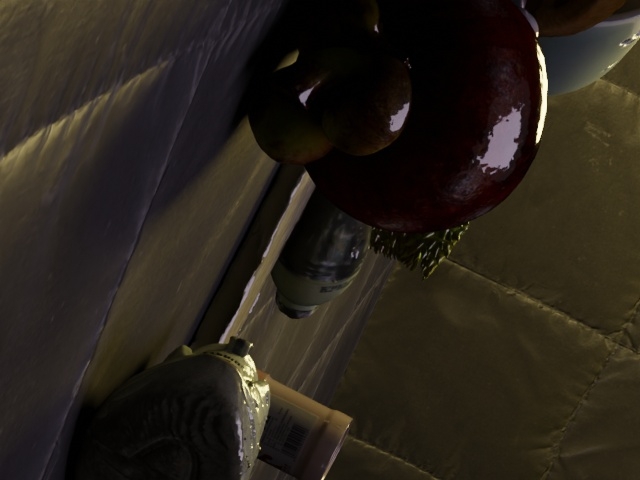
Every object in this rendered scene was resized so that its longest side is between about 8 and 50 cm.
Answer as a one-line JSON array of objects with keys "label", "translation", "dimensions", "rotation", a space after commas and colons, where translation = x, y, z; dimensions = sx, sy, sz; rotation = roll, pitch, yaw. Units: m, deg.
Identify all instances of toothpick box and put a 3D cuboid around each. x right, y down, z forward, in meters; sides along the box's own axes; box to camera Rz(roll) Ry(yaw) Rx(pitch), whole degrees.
[{"label": "toothpick box", "translation": [-0.048, 0.221, 2.119], "dimensions": [0.098, 0.149, 0.098], "rotation": [-63, 174, -12]}]

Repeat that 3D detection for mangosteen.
[{"label": "mangosteen", "translation": [0.053, -0.112, 1.400], "dimensions": [0.257, 0.215, 0.215], "rotation": [-1, 124, -41]}]

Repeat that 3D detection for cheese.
[{"label": "cheese", "translation": [-0.100, 0.090, 1.708], "dimensions": [0.400, 0.034, 0.085], "rotation": [-64, 169, -4]}]

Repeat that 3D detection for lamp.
[{"label": "lamp", "translation": [0.000, 0.000, 1.841], "dimensions": [0.101, 0.101, 0.250], "rotation": [-59, 173, -38]}]

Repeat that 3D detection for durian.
[{"label": "durian", "translation": [0.129, -0.080, 2.248], "dimensions": [0.200, 0.176, 0.237], "rotation": [77, 34, -66]}]

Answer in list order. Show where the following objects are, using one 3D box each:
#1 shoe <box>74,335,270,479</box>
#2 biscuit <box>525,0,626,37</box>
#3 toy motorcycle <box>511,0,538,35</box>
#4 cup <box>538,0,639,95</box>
[{"label": "shoe", "translation": [-0.110, 0.150, 1.465], "dimensions": [0.342, 0.132, 0.211], "rotation": [114, 1, -54]}, {"label": "biscuit", "translation": [0.226, -0.350, 1.722], "dimensions": [0.367, 0.063, 0.314], "rotation": [21, -85, 63]}, {"label": "toy motorcycle", "translation": [0.119, -0.217, 1.621], "dimensions": [0.260, 0.170, 0.110], "rotation": [-61, 172, -48]}, {"label": "cup", "translation": [0.285, -0.358, 2.075], "dimensions": [0.274, 0.259, 0.357], "rotation": [113, -3, -71]}]
